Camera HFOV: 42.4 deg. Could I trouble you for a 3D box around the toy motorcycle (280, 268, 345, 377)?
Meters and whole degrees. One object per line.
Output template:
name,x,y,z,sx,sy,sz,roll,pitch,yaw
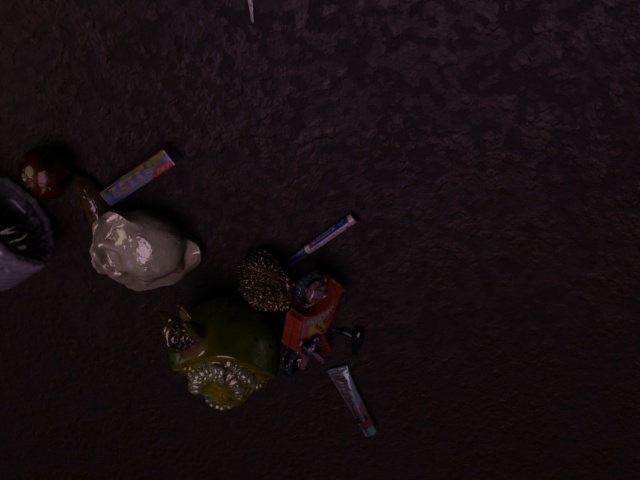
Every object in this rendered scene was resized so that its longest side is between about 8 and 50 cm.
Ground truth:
toy motorcycle,-0.017,0.176,1.855,0.089,0.171,0.298,27,127,22

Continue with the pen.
pen,0.000,0.000,1.829,0.204,0.025,0.025,-35,108,24

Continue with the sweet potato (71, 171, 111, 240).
sweet potato,-0.492,-0.030,1.865,0.075,0.075,0.273,-11,114,14

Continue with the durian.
durian,-0.127,0.098,1.823,0.188,0.091,0.148,2,106,44

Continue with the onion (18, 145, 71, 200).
onion,-0.596,-0.151,1.793,0.117,0.118,0.119,38,118,5

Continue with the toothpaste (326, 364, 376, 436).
toothpaste,0.082,0.393,2.028,0.056,0.036,0.205,-20,110,20

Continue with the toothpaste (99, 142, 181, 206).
toothpaste,-0.394,-0.138,1.788,0.193,0.070,0.044,-29,109,22

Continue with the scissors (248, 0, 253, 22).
scissors,-0.137,-0.466,1.605,0.036,0.006,0.083,3,119,10

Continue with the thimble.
thimble,-0.722,-0.014,1.826,0.157,0.217,0.245,-31,96,22

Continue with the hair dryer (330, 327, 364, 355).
hair dryer,0.061,0.230,1.951,0.083,0.031,0.079,21,130,13

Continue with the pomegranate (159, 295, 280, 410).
pomegranate,-0.235,0.237,1.852,0.260,0.260,0.341,-18,145,18

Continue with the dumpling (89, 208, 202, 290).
dumpling,-0.391,0.031,1.832,0.258,0.147,0.193,14,111,-28
